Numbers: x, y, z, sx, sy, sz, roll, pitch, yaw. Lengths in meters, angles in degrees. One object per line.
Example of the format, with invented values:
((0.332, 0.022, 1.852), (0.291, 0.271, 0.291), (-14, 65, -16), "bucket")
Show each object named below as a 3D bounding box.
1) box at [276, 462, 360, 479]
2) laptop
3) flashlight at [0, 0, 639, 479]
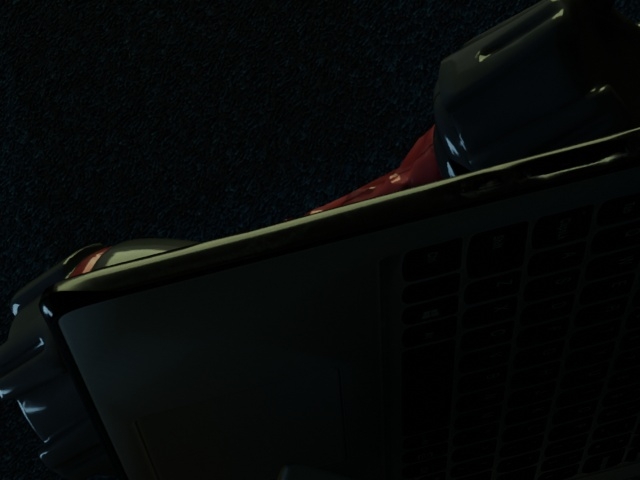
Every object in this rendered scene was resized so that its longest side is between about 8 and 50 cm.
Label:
((0.025, 0.251, 0.772), (0.168, 0.215, 0.345), (15, -23, 1), "box")
((0.142, 0.137, 0.734), (0.408, 0.236, 0.382), (-14, -24, -4), "laptop")
((0.000, 0.000, 0.755), (0.304, 0.103, 0.103), (-32, -2, 35), "flashlight")
